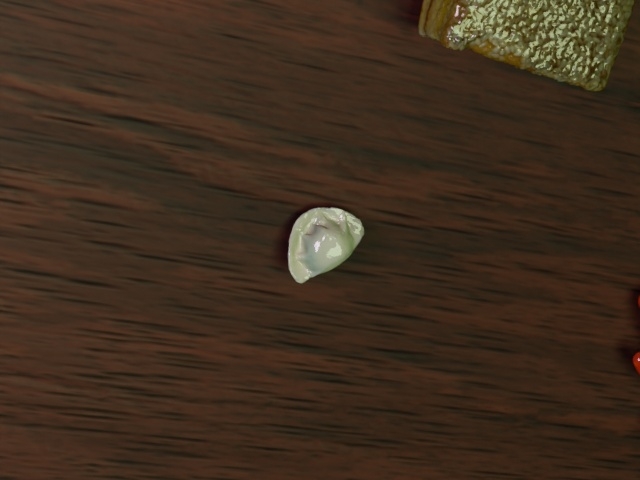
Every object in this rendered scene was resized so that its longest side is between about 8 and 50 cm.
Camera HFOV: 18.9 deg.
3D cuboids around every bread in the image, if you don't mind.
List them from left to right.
[{"bbox_3d":[0.201,-0.267,1.711,0.184,0.110,0.234,12,105,-28],"label":"bread"}]

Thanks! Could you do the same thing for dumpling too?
[{"bbox_3d":[0.000,-0.001,1.769,0.077,0.043,0.059,-34,108,9],"label":"dumpling"}]

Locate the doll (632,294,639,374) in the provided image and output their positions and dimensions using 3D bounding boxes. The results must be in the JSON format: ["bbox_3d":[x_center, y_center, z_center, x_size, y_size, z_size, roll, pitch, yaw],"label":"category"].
[{"bbox_3d":[0.403,0.145,2.028,0.142,0.076,0.245,-27,119,-13],"label":"doll"}]
